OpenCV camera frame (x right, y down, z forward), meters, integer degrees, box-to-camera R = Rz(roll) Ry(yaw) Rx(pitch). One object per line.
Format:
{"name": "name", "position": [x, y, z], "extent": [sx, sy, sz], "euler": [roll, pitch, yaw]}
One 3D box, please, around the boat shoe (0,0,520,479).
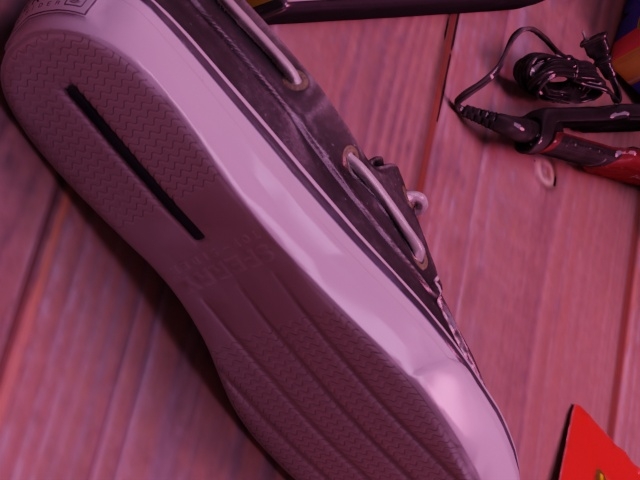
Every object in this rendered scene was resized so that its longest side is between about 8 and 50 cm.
{"name": "boat shoe", "position": [0.000, 0.000, 0.856], "extent": [0.335, 0.121, 0.119], "euler": [55, 46, -22]}

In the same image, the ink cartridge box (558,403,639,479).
{"name": "ink cartridge box", "position": [0.267, 0.306, 1.078], "extent": [0.385, 0.091, 0.308], "euler": [44, 41, -26]}

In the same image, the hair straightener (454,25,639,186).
{"name": "hair straightener", "position": [0.156, -0.085, 1.159], "extent": [0.230, 0.047, 0.089], "euler": [5, 74, -47]}

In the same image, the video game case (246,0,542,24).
{"name": "video game case", "position": [0.022, -0.246, 1.037], "extent": [0.275, 0.035, 0.248], "euler": [-12, 88, -53]}

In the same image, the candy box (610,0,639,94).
{"name": "candy box", "position": [0.398, -0.107, 1.235], "extent": [0.317, 0.268, 0.122], "euler": [41, 45, -19]}
